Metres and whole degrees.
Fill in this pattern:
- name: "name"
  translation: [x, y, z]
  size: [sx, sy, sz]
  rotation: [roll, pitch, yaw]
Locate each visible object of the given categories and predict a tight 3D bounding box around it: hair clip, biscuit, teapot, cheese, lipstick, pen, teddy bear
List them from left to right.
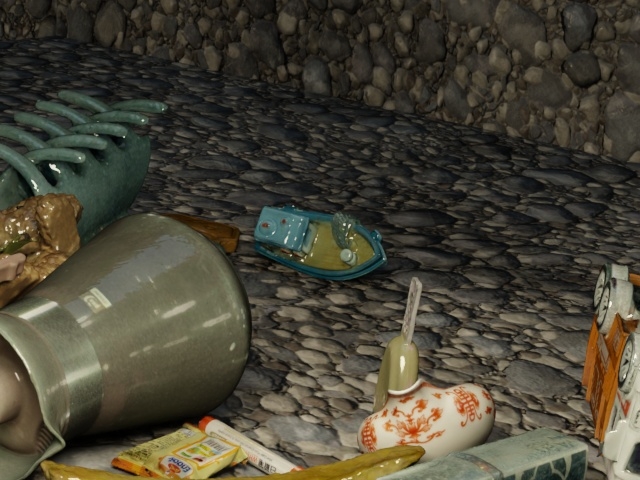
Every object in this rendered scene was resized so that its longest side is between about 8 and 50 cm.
- name: "teddy bear"
  translation: [-0.405, 0.035, 2.194]
  size: [0.222, 0.246, 0.296]
  rotation: [44, 23, 23]
- name: "hair clip"
  translation: [-0.373, -0.071, 2.521]
  size: [0.392, 0.238, 0.318]
  rotation: [14, 26, 23]
- name: "teapot"
  translation: [-0.278, 0.110, 1.914]
  size: [0.300, 0.253, 0.344]
  rotation: [31, 31, 26]
- name: "biscuit"
  translation: [-0.234, -0.006, 2.734]
  size: [0.182, 0.034, 0.215]
  rotation: [12, 17, 23]
- name: "pen"
  translation: [-0.061, 0.247, 1.899]
  size: [0.028, 0.028, 0.239]
  rotation: [-8, 20, -38]
- name: "cheese"
  translation: [0.099, 0.137, 2.045]
  size: [0.037, 0.192, 0.097]
  rotation: [6, 18, -11]
- name: "teapot"
  translation: [0.121, 0.212, 1.919]
  size: [0.159, 0.116, 0.245]
  rotation: [-30, -6, -3]
- name: "lipstick"
  translation: [0.177, 0.265, 1.817]
  size: [0.076, 0.077, 0.290]
  rotation: [18, 19, 41]

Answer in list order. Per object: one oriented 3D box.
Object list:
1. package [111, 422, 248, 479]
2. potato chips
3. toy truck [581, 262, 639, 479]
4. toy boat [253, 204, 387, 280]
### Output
- name: "package"
  translation: [-0.154, 0.243, 1.884]
  size: [0.108, 0.031, 0.121]
  rotation: [17, 24, 37]
- name: "potato chips"
  translation: [-0.084, 0.261, 1.755]
  size: [0.407, 0.080, 0.057]
  rotation: [-2, 2, -11]
- name: "toy truck"
  translation: [0.401, 0.174, 1.974]
  size: [0.173, 0.206, 0.387]
  rotation: [13, 17, 0]
- name: "toy boat"
  translation: [0.000, 0.000, 2.634]
  size: [0.238, 0.109, 0.098]
  rotation: [14, -12, 28]
